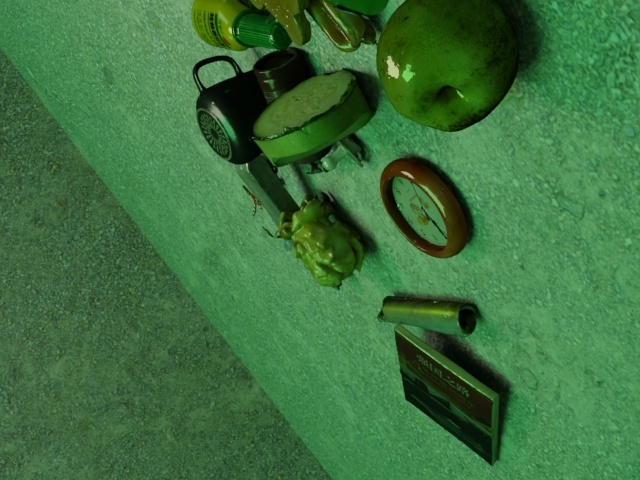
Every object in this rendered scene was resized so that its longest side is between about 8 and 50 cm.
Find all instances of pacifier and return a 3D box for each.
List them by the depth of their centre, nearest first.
[{"bbox_3d":[0.037,-0.163,1.985,0.099,0.078,0.081,45,178,21],"label":"pacifier"}]

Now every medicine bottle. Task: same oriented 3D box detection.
[{"bbox_3d":[-0.150,-0.412,1.995,0.309,0.076,0.111,24,145,51],"label":"medicine bottle"}]

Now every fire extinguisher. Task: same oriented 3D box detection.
[{"bbox_3d":[-0.043,-0.235,2.010,0.105,0.105,0.269,26,146,52],"label":"fire extinguisher"}]

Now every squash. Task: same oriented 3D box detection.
[{"bbox_3d":[-0.011,-0.198,1.829,0.220,0.220,0.133,9,131,62],"label":"squash"}]

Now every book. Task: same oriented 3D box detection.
[{"bbox_3d":[0.276,0.341,2.250,0.262,0.028,0.374,36,160,27],"label":"book"}]

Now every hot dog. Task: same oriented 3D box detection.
[{"bbox_3d":[0.000,-0.412,1.679,0.269,0.072,0.109,53,161,6],"label":"hot dog"}]

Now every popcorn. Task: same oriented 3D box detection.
[{"bbox_3d":[-0.001,0.005,2.208,0.195,0.173,0.168,53,-158,-13],"label":"popcorn"}]

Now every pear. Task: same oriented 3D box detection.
[{"bbox_3d":[0.172,-0.256,1.408,0.197,0.197,0.197,44,157,24],"label":"pear"}]

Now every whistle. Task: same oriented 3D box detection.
[{"bbox_3d":[0.210,0.149,2.119,0.057,0.068,0.326,46,161,-20],"label":"whistle"}]

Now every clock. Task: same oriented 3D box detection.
[{"bbox_3d":[0.186,-0.058,1.863,0.205,0.051,0.205,43,156,25],"label":"clock"}]

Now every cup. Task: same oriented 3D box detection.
[{"bbox_3d":[-0.160,-0.277,2.084,0.223,0.177,0.169,59,161,-6],"label":"cup"}]

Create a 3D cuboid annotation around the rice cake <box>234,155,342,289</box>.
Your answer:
[{"bbox_3d":[-0.061,-0.044,2.308,0.070,0.064,0.399,10,144,50],"label":"rice cake"}]

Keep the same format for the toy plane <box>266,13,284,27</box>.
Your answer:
[{"bbox_3d":[-0.076,-0.431,1.818,0.040,0.102,0.111,6,94,37],"label":"toy plane"}]

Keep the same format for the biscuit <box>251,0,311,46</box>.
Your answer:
[{"bbox_3d":[-0.091,-0.432,1.704,0.240,0.035,0.158,49,160,21],"label":"biscuit"}]

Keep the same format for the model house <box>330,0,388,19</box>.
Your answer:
[{"bbox_3d":[-0.018,-0.530,1.471,0.300,0.340,0.323,17,-166,-10],"label":"model house"}]

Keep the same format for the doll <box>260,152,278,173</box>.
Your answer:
[{"bbox_3d":[-0.143,-0.237,2.275,0.206,0.067,0.110,63,151,5],"label":"doll"}]

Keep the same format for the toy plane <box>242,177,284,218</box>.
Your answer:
[{"bbox_3d":[-0.142,-0.148,2.403,0.194,0.077,0.126,64,155,-4],"label":"toy plane"}]
